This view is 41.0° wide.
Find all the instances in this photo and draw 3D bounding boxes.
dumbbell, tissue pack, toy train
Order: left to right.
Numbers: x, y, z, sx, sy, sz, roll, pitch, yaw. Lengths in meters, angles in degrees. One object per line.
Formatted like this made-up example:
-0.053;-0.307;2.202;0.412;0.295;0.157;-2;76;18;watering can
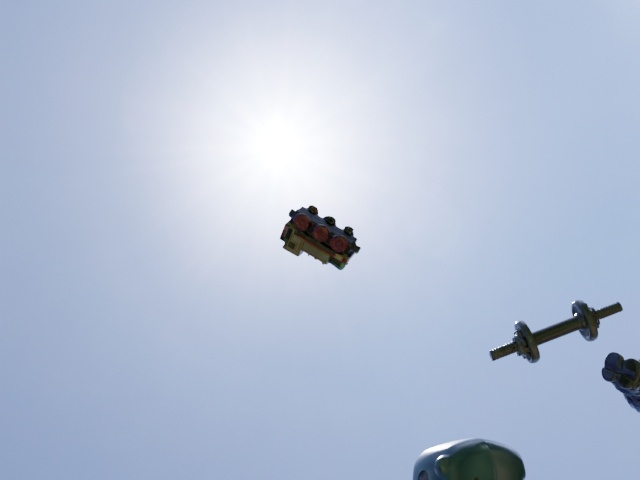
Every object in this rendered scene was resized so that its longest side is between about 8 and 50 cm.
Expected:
0.000;0.000;1.465;0.138;0.087;0.050;30;-146;11;toy train
0.277;0.529;1.644;0.206;0.198;0.288;14;-114;-28;tissue pack
0.424;0.163;1.543;0.253;0.081;0.082;-21;-79;-3;dumbbell

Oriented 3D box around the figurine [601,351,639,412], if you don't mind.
0.426;0.186;1.124;0.149;0.086;0.087;18;-93;-47;figurine
